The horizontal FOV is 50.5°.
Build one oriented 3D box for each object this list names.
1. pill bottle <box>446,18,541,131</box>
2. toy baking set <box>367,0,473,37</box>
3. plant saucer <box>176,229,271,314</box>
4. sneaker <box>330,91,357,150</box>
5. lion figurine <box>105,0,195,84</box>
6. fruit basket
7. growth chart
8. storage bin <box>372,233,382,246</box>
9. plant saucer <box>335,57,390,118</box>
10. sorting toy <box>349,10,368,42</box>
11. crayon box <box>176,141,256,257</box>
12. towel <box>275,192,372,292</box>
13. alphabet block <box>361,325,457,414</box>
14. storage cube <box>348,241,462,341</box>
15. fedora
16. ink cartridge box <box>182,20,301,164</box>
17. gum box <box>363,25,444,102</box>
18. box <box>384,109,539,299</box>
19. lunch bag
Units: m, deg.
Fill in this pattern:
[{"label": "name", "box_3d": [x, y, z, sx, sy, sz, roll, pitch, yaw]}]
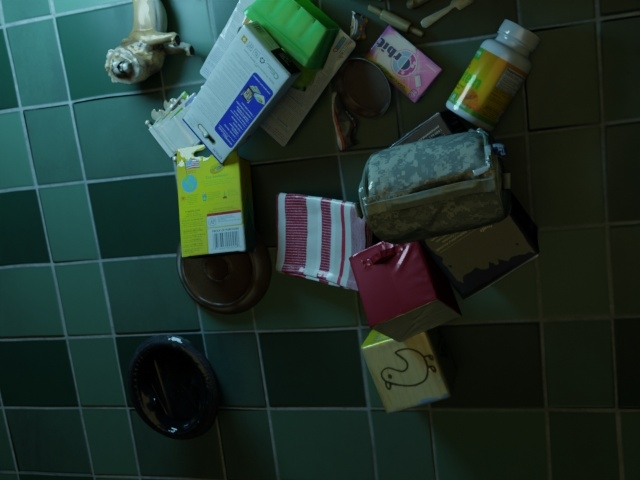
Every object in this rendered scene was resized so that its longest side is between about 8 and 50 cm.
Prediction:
[{"label": "pill bottle", "box_3d": [0.426, -0.403, 1.656, 0.136, 0.136, 0.246, 32, 108, 8]}, {"label": "toy baking set", "box_3d": [0.245, -0.622, 1.718, 0.256, 0.030, 0.197, 34, 108, 7]}, {"label": "plant saucer", "box_3d": [-0.298, 0.078, 2.016, 0.310, 0.050, 0.311, 4, 104, 16]}, {"label": "sneaker", "box_3d": [0.065, -0.324, 1.827, 0.064, 0.061, 0.158, -11, 106, 3]}, {"label": "lion figurine", "box_3d": [-0.476, -0.628, 1.888, 0.240, 0.142, 0.392, 5, 89, 23]}, {"label": "fruit basket", "box_3d": [-0.120, -0.486, 1.812, 0.327, 0.165, 0.353, 41, 125, 5]}, {"label": "growth chart", "box_3d": [-0.388, -0.342, 1.966, 0.237, 0.021, 0.172, -29, 92, 20]}, {"label": "storage bin", "box_3d": [0.144, 0.000, 1.847, 0.098, 0.091, 0.135, 35, 109, 7]}, {"label": "plant saucer", "box_3d": [0.116, -0.400, 1.770, 0.168, 0.029, 0.168, 24, 138, 24]}, {"label": "sorting toy", "box_3d": [0.092, -0.551, 1.754, 0.044, 0.075, 0.083, 10, 105, 14]}, {"label": "crayon box", "box_3d": [-0.298, -0.115, 1.930, 0.202, 0.081, 0.319, -5, 85, 18]}, {"label": "towel", "box_3d": [0.000, 0.000, 1.853, 0.329, 0.037, 0.237, 11, 105, 38]}, {"label": "alphabet block", "box_3d": [0.244, 0.322, 1.834, 0.192, 0.193, 0.197, -21, 95, 17]}, {"label": "storage cube", "box_3d": [0.207, 0.114, 1.661, 0.183, 0.215, 0.193, -26, 62, 19]}, {"label": "fedora", "box_3d": [-0.424, 0.429, 2.070, 0.334, 0.152, 0.334, 3, 102, 15]}, {"label": "ink cartridge box", "box_3d": [-0.217, -0.379, 1.786, 0.176, 0.069, 0.371, 49, 129, 2]}, {"label": "gum box", "box_3d": [0.211, -0.456, 1.746, 0.188, 0.062, 0.107, 41, 109, 5]}, {"label": "box", "box_3d": [0.336, -0.101, 1.663, 0.212, 0.293, 0.395, -36, 90, 20]}, {"label": "lunch bag", "box_3d": [0.240, -0.105, 1.399, 0.305, 0.256, 0.213, -12, 98, 18]}]
